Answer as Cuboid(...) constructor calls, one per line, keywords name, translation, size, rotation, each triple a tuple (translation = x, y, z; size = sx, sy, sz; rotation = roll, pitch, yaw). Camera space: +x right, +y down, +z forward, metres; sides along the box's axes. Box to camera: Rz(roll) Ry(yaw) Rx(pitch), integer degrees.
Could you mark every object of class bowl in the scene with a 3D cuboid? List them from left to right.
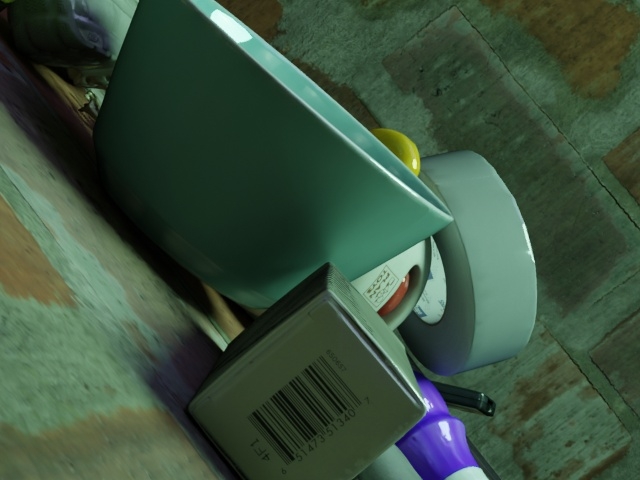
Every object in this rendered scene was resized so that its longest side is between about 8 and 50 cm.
Cuboid(name="bowl", translation=(-0.060, -0.060, 1.114), size=(0.311, 0.163, 0.311), rotation=(39, 7, -6))

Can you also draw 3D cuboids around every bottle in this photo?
Cuboid(name="bottle", translation=(0.070, 0.163, 1.409), size=(0.283, 0.092, 0.118), rotation=(53, 4, 34))

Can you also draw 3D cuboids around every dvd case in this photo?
Cuboid(name="dvd case", translation=(0.111, 0.175, 1.622), size=(0.180, 0.022, 0.253), rotation=(12, -7, 12))

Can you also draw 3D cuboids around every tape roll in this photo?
Cuboid(name="tape roll", translation=(0.130, 0.022, 1.387), size=(0.219, 0.072, 0.219), rotation=(168, -90, -69))

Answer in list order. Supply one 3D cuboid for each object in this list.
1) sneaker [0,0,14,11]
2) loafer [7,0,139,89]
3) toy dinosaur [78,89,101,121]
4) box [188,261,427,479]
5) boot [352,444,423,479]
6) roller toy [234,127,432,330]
Cuboid(name="sneaker", translation=(-0.294, -0.314, 1.151), size=(0.147, 0.145, 0.384), rotation=(51, 1, -30))
Cuboid(name="loafer", translation=(-0.210, -0.210, 1.318), size=(0.319, 0.112, 0.111), rotation=(33, 55, -83))
Cuboid(name="toy dinosaur", translation=(-0.176, -0.103, 1.286), size=(0.092, 0.053, 0.183), rotation=(52, 2, -21))
Cuboid(name="box", translation=(-0.006, 0.088, 0.900), size=(0.094, 0.113, 0.275), rotation=(50, 1, -2))
Cuboid(name="boot", translation=(0.177, 0.222, 0.921), size=(0.338, 0.223, 0.118), rotation=(52, 3, 21))
Cuboid(name="roller toy", translation=(0.000, 0.000, 1.295), size=(0.146, 0.209, 0.191), rotation=(48, 37, -59))
